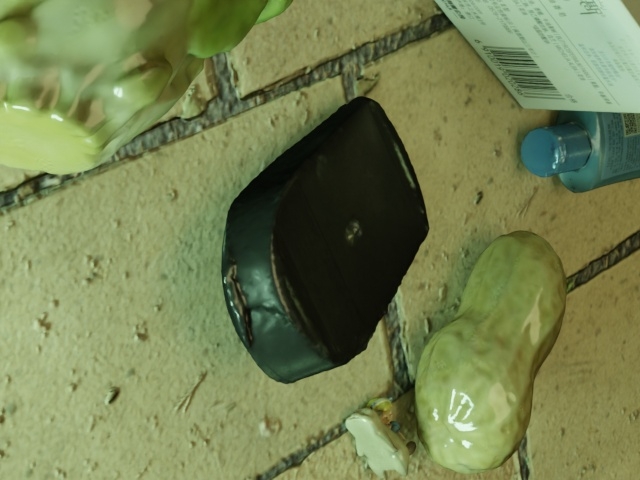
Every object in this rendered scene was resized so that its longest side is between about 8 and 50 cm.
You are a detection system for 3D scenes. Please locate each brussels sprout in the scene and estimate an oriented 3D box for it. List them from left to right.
[{"bbox_3d":[-0.166,-0.188,1.076,0.316,0.274,0.242,-54,154,-23],"label":"brussels sprout"}]

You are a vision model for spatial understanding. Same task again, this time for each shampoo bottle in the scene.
[{"bbox_3d":[0.308,-0.109,1.767,0.258,0.061,0.104,-12,105,-47],"label":"shampoo bottle"}]

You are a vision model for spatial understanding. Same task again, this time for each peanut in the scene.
[{"bbox_3d":[0.166,0.102,1.602,0.123,0.123,0.256,41,63,-43],"label":"peanut"}]

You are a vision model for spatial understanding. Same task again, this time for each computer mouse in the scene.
[{"bbox_3d":[-0.005,0.001,1.422,0.295,0.087,0.168,-51,124,-47],"label":"computer mouse"}]

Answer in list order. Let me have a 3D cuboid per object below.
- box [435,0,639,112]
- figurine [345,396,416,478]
[{"bbox_3d":[0.232,-0.240,1.558,0.274,0.203,0.116,42,63,-42],"label":"box"},{"bbox_3d":[0.059,0.181,1.549,0.083,0.047,0.050,61,38,-25],"label":"figurine"}]
